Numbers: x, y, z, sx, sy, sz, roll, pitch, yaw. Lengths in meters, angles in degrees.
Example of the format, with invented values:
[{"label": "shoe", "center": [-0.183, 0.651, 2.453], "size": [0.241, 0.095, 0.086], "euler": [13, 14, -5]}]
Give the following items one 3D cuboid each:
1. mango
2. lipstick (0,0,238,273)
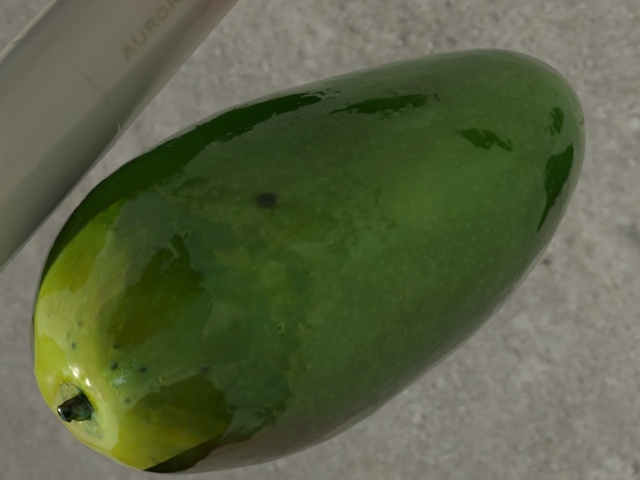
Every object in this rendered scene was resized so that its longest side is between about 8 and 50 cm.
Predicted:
[{"label": "mango", "center": [0.000, 0.000, 0.910], "size": [0.201, 0.382, 0.225], "euler": [59, 162, -6]}, {"label": "lipstick", "center": [-0.134, -0.117, 0.930], "size": [0.087, 0.327, 0.087], "euler": [28, 152, 16]}]
